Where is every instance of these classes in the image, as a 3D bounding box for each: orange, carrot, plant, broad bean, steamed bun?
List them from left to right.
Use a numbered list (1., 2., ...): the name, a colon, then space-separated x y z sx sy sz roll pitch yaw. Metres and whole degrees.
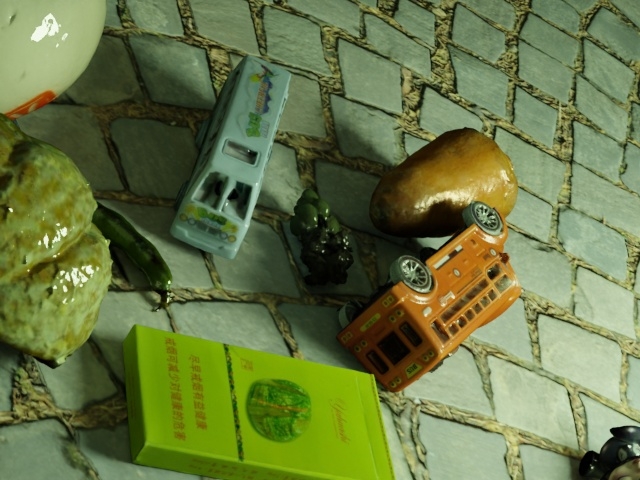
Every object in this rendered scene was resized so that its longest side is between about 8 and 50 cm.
1. steamed bun: -0.454 -0.266 1.999 0.374 0.241 0.374 3 22 -1
2. orange: -0.390 -0.039 1.834 0.368 0.210 0.271 32 14 -5
3. broad bean: -0.262 -0.003 2.039 0.227 0.039 0.069 44 43 12
4. plant: 0.000 0.000 2.208 0.087 0.085 0.174 36 23 -41
5. carrot: 0.163 -0.069 2.339 0.225 0.159 0.159 -22 63 -46

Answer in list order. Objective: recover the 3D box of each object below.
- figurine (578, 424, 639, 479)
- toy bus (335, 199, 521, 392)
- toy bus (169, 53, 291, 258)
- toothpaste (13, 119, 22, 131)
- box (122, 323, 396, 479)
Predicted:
1. figurine: 0.427 0.354 2.098 0.145 0.145 0.222 21 27 -16
2. toy bus: 0.167 0.074 2.197 0.153 0.143 0.329 49 37 4
3. toy bus: -0.116 -0.121 2.199 0.109 0.136 0.330 24 36 -9
4. toothpaste: -0.416 -0.148 2.091 0.057 0.035 0.197 -7 47 -30
5. box: -0.073 0.213 1.931 0.335 0.047 0.187 14 41 -24
